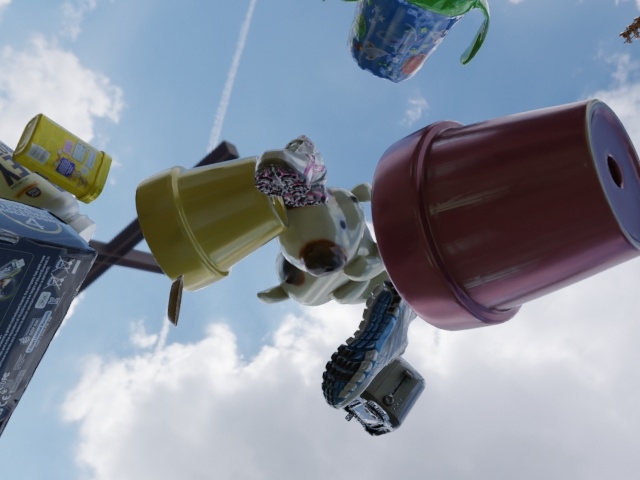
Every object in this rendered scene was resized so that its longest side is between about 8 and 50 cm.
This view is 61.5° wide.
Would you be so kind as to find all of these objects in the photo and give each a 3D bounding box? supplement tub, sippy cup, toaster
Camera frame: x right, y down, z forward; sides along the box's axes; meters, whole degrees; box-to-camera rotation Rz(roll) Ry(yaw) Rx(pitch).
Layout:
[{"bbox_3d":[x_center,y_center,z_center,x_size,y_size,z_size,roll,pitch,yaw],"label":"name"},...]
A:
[{"bbox_3d":[-0.698,-0.063,1.195,0.325,0.235,0.235,39,-75,-9],"label":"supplement tub"},{"bbox_3d":[0.167,-0.459,1.098,0.305,0.240,0.224,48,-41,15],"label":"sippy cup"},{"bbox_3d":[0.145,0.357,1.247,0.129,0.227,0.146,43,-118,9],"label":"toaster"}]

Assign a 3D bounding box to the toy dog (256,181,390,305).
[{"bbox_3d":[0.000,0.000,1.337,0.396,0.408,0.284,-17,-110,-3],"label":"toy dog"}]

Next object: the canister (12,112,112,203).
[{"bbox_3d":[-0.540,-0.172,1.134,0.073,0.170,0.126,-20,-129,30],"label":"canister"}]

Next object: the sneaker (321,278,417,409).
[{"bbox_3d":[0.077,0.150,0.722,0.071,0.083,0.190,11,-122,51],"label":"sneaker"}]

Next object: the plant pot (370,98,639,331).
[{"bbox_3d":[0.175,-0.030,0.479,0.180,0.201,0.201,-20,-111,44],"label":"plant pot"}]

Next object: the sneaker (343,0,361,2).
[{"bbox_3d":[0.111,-0.437,0.684,0.343,0.134,0.146,136,-26,-63],"label":"sneaker"}]

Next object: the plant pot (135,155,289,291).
[{"bbox_3d":[-0.203,-0.052,1.097,0.239,0.254,0.253,-22,-112,7],"label":"plant pot"}]

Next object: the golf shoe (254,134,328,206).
[{"bbox_3d":[-0.036,-0.094,0.674,0.068,0.186,0.085,-1,-94,12],"label":"golf shoe"}]

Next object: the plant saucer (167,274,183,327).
[{"bbox_3d":[-0.226,0.094,0.837,0.015,0.083,0.083,8,-98,-10],"label":"plant saucer"}]

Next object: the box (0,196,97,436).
[{"bbox_3d":[-0.377,0.133,0.346,0.097,0.318,0.394,31,-85,27],"label":"box"}]

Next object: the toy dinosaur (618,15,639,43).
[{"bbox_3d":[0.588,-0.403,0.786,0.322,0.218,0.164,-14,-107,14],"label":"toy dinosaur"}]
